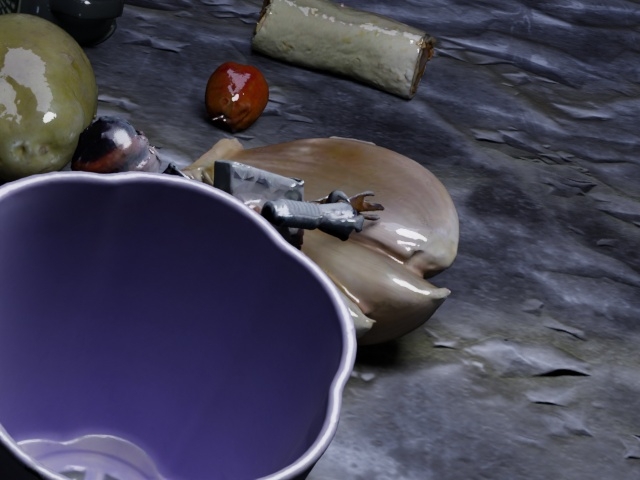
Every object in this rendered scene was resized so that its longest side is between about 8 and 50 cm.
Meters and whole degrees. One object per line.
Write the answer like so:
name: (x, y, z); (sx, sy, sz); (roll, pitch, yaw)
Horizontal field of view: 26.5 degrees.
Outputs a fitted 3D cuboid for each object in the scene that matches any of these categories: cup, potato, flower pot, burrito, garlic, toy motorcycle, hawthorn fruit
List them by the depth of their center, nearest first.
flower pot: (-0.138, 0.127, 0.875); (0.265, 0.243, 0.265); (14, 40, -12)
toy motorcycle: (-0.085, 0.003, 1.092); (0.401, 0.207, 0.134); (-4, 6, -32)
garlic: (0.000, -0.001, 1.323); (0.325, 0.132, 0.279); (23, 47, 21)
potato: (-0.336, -0.156, 1.494); (0.178, 0.160, 0.235); (-30, 50, 2)
hawthorn fruit: (-0.109, -0.176, 1.716); (0.081, 0.081, 0.093); (12, 56, 2)
cup: (-0.346, -0.323, 1.801); (0.223, 0.169, 0.177); (22, 19, 36)
burrito: (0.018, -0.295, 1.965); (0.299, 0.105, 0.143); (20, 18, 18)
